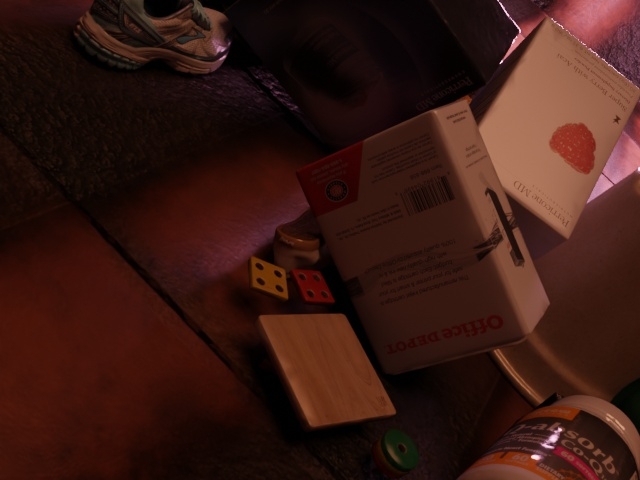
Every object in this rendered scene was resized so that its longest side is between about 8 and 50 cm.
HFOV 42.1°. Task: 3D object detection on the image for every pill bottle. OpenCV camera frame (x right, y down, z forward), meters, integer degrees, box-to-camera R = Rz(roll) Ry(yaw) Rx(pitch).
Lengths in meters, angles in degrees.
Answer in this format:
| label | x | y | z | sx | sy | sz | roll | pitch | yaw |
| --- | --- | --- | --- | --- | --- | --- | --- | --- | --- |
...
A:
| label | x | y | z | sx | sy | sz | roll | pitch | yaw |
| --- | --- | --- | --- | --- | --- | --- | --- | --- | --- |
| pill bottle | 0.253 | 0.275 | 0.910 | 0.162 | 0.162 | 0.278 | 51 | 32 | 14 |

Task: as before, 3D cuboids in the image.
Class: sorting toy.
| label | x | y | z | sx | sy | sz | roll | pitch | yaw |
| --- | --- | --- | --- | --- | --- | --- | --- | --- | --- |
| sorting toy | -0.007 | 0.138 | 0.896 | 0.132 | 0.046 | 0.274 | 4 | 49 | -45 |

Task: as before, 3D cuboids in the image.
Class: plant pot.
| label | x | y | z | sx | sy | sz | roll | pitch | yaw |
| --- | --- | --- | --- | --- | --- | --- | --- | --- | --- |
| plant pot | 0.438 | 0.069 | 1.225 | 0.334 | 0.305 | 0.334 | 29 | 34 | -22 |

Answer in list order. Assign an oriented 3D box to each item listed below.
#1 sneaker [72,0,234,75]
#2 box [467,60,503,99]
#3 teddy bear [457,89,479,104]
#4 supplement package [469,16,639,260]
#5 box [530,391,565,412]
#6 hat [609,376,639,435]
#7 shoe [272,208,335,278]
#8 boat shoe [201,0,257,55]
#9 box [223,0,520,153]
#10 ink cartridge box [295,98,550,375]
| label | x | y | z | sx | sy | sz | roll | pitch | yaw |
| --- | --- | --- | --- | --- | --- | --- | --- | --- | --- |
| sneaker | -0.197 | -0.303 | 1.147 | 0.110 | 0.122 | 0.283 | 49 | 32 | 11 |
| box | 0.251 | -0.407 | 1.758 | 0.191 | 0.143 | 0.381 | 12 | 45 | -39 |
| teddy bear | 0.351 | -0.211 | 1.513 | 0.245 | 0.113 | 0.338 | -44 | 101 | -25 |
| supplement package | 0.278 | -0.123 | 1.146 | 0.177 | 0.175 | 0.293 | 37 | 61 | -4 |
| box | 0.326 | 0.259 | 1.113 | 0.062 | 0.052 | 0.083 | 30 | 32 | -18 |
| hat | 0.467 | 0.300 | 1.080 | 0.173 | 0.208 | 0.183 | 16 | 20 | -6 |
| shoe | 0.000 | 0.000 | 1.073 | 0.076 | 0.058 | 0.219 | 19 | 19 | 24 |
| boat shoe | -0.151 | -0.421 | 1.352 | 0.319 | 0.116 | 0.099 | 51 | 31 | 3 |
| box | 0.075 | -0.319 | 1.216 | 0.294 | 0.296 | 0.183 | 50 | 46 | -16 |
| ink cartridge box | 0.123 | 0.000 | 0.987 | 0.114 | 0.197 | 0.273 | -28 | 96 | -57 |
